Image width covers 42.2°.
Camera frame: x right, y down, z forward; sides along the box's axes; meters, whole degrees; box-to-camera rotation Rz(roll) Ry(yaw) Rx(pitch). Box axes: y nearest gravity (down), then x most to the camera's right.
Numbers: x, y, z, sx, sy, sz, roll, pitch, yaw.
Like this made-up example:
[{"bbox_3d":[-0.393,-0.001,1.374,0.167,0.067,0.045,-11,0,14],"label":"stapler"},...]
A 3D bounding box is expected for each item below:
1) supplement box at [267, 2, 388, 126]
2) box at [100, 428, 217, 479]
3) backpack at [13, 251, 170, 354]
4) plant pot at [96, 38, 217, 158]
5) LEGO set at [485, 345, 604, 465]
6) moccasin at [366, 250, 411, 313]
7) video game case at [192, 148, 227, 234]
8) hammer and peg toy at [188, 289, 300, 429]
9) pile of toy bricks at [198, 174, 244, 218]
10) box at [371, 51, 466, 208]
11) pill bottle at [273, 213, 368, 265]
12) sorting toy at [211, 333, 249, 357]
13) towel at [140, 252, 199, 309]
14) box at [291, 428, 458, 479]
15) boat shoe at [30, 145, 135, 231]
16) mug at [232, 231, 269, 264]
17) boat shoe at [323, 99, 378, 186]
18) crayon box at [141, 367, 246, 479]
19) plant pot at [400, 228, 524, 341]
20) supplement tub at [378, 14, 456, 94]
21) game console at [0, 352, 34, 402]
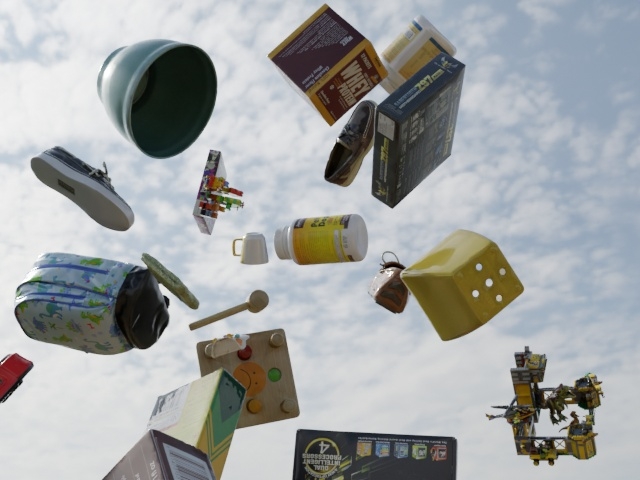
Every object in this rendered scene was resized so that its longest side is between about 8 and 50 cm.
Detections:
[{"bbox_3d":[0.017,-0.415,1.966,0.191,0.194,0.129,-42,-35,1],"label":"supplement box"},{"bbox_3d":[-0.324,0.504,1.305,0.381,0.191,0.143,-48,-54,7],"label":"box"},{"bbox_3d":[-0.606,0.159,2.142,0.356,0.273,0.290,24,-32,15],"label":"backpack"},{"bbox_3d":[-0.428,-0.372,2.060,0.196,0.293,0.293,27,-9,27],"label":"plant pot"},{"bbox_3d":[0.580,0.390,2.083,0.255,0.192,0.331,-4,21,31],"label":"LEGO set"},{"bbox_3d":[0.210,0.119,2.389,0.139,0.147,0.380,30,0,8],"label":"moccasin"},{"bbox_3d":[-0.335,-0.143,2.532,0.042,0.210,0.232,12,-13,1],"label":"video game case"},{"bbox_3d":[-0.217,0.333,2.290,0.266,0.361,0.127,-9,-13,-15],"label":"hammer and peg toy"},{"bbox_3d":[-0.255,-0.108,2.246,0.105,0.118,0.212,13,-6,3],"label":"pile of toy bricks"},{"bbox_3d":[0.170,-0.191,1.470,0.183,0.059,0.232,-42,-26,-25],"label":"box"},{"bbox_3d":[0.000,0.000,2.016,0.215,0.117,0.117,-5,-22,21],"label":"pill bottle"},{"bbox_3d":[-0.203,0.234,1.913,0.083,0.044,0.075,-20,-3,27],"label":"sorting toy"},{"bbox_3d":[-0.327,0.087,1.801,0.148,0.027,0.110,34,-18,34],"label":"towel"},{"bbox_3d":[0.125,0.621,1.976,0.395,0.318,0.097,1,-20,12],"label":"box"},{"bbox_3d":[-0.557,-0.133,2.015,0.306,0.105,0.113,28,-44,18],"label":"boat shoe"},{"bbox_3d":[-0.150,0.016,1.775,0.078,0.064,0.062,-1,10,-7],"label":"mug"},{"bbox_3d":[0.092,-0.295,2.527,0.092,0.103,0.285,0,-59,-50],"label":"boat shoe"},{"bbox_3d":[-0.273,0.416,1.604,0.202,0.318,0.081,-27,-62,29],"label":"crayon box"},{"bbox_3d":[0.362,0.104,2.004,0.212,0.212,0.187,-36,8,-19],"label":"plant pot"},{"bbox_3d":[0.239,-0.470,2.162,0.200,0.144,0.144,-45,-38,16],"label":"supplement tub"},{"bbox_3d":[-0.705,0.397,1.554,0.060,0.386,0.342,40,-42,-4],"label":"game console"}]
